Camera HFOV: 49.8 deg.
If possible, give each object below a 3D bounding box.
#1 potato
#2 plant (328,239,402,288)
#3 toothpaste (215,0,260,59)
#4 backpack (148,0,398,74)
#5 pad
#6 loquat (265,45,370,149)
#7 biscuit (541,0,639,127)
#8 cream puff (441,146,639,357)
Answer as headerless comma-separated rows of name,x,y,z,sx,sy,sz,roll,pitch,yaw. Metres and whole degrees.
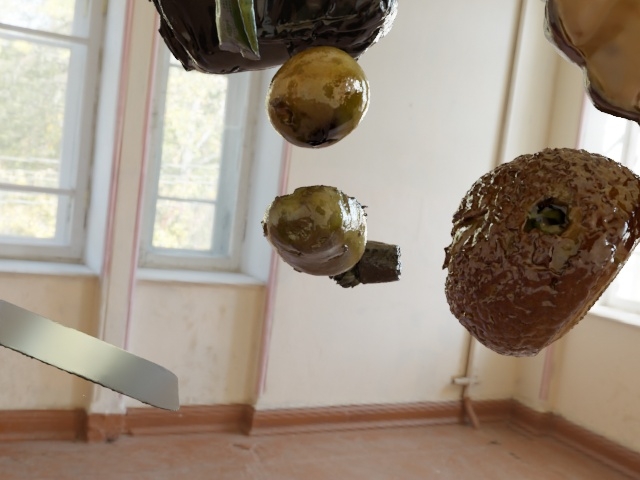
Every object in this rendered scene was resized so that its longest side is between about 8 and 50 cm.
potato,0.000,0.000,1.032,0.164,0.081,0.200,-19,-28,14
plant,0.082,0.040,1.298,0.143,0.095,0.092,-3,25,12
toothpaste,-0.117,-0.348,0.859,0.078,0.248,0.047,23,45,32
backpack,-0.094,-0.455,1.188,0.445,0.364,0.255,-11,15,7
pad,-0.352,0.142,0.821,0.375,0.063,0.315,25,-5,-11
loquat,-0.003,-0.202,0.981,0.137,0.163,0.163,45,18,19
biscuit,0.303,-0.212,0.469,0.325,0.326,0.107,8,6,8
cream puff,0.274,0.010,0.902,0.212,0.303,0.303,35,13,17
